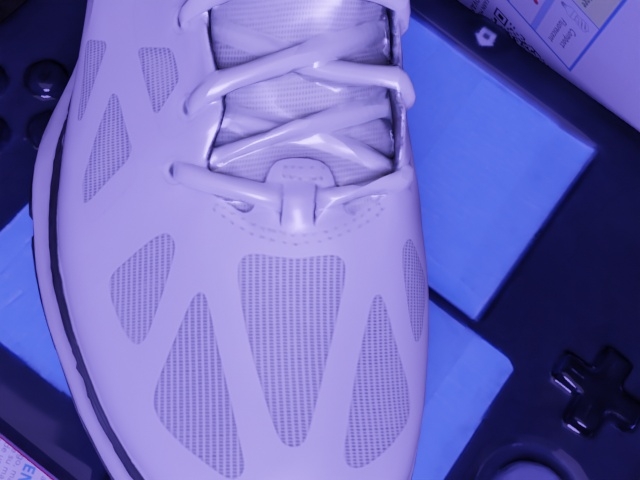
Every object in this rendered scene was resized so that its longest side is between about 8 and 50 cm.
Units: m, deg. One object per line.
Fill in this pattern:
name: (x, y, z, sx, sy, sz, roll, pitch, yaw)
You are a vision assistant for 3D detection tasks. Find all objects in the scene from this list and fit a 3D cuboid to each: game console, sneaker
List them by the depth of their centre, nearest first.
sneaker: (-0.027, -0.110, 0.408, 0.169, 0.257, 0.448, -2, 66, -15)
game console: (0.000, 0.000, 0.533, 0.386, 0.060, 0.342, 38, 68, 4)

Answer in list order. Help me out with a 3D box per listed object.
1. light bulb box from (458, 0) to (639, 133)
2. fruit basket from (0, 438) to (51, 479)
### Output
light bulb box: (0.153, -0.274, 0.571, 0.225, 0.358, 0.361, -39, 83, -10)
fruit basket: (-0.230, 0.197, 0.535, 0.353, 0.165, 0.327, 22, 76, 0)
